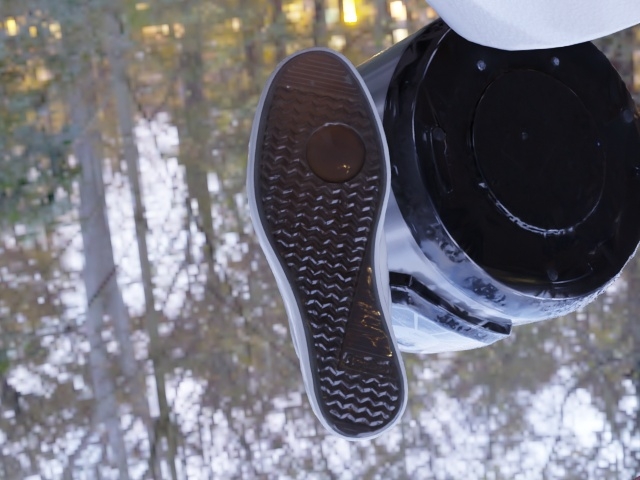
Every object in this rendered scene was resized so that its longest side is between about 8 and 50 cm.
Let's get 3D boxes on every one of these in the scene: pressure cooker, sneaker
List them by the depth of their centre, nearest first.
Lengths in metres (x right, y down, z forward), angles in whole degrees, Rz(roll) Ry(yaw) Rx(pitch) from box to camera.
[{"bbox_3d":[0.000,0.000,0.955,0.106,0.290,0.123,-7,-173,-5],"label":"sneaker"},{"bbox_3d":[0.142,-0.056,1.515,0.375,0.370,0.420,-22,-179,-32],"label":"pressure cooker"}]

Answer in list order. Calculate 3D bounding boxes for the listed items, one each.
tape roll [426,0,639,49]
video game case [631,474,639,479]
[{"bbox_3d":[0.191,-0.271,0.674,0.392,0.072,0.392,-37,-152,24],"label":"tape roll"},{"bbox_3d":[0.270,0.206,0.736,0.285,0.025,0.204,-30,-129,-5],"label":"video game case"}]
